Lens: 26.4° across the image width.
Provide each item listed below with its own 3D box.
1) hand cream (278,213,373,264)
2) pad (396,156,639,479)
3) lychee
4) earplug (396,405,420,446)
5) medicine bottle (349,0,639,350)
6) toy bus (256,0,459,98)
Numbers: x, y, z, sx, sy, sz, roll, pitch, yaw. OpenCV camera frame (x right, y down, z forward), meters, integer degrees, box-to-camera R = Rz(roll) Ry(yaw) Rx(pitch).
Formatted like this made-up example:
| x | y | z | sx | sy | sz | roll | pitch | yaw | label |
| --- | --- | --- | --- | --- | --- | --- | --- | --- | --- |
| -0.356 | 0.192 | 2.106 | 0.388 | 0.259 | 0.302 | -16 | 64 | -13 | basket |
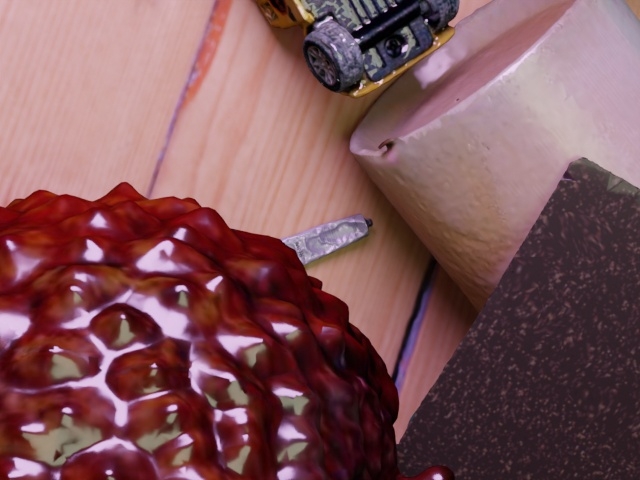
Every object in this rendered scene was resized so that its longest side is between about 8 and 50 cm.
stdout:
| x | y | z | sx | sy | sz | roll | pitch | yaw | label |
| --- | --- | --- | --- | --- | --- | --- | --- | --- | --- |
| 0.000 | 0.000 | 1.099 | 0.093 | 0.019 | 0.030 | -22 | 97 | -18 | hand cream |
| 0.186 | 0.128 | 0.976 | 0.220 | 0.004 | 0.330 | 29 | 100 | -10 | pad |
| -0.121 | 0.179 | 0.852 | 0.500 | 0.424 | 0.424 | 9 | 88 | 5 | lychee |
| 0.104 | 0.245 | 1.068 | 0.164 | 0.280 | 0.257 | 44 | 36 | -42 | earplug |
| 0.234 | 0.008 | 1.074 | 0.236 | 0.236 | 0.406 | -44 | 105 | -15 | medicine bottle |
| -0.031 | -0.270 | 1.025 | 0.121 | 0.123 | 0.335 | -35 | 103 | -19 | toy bus |
